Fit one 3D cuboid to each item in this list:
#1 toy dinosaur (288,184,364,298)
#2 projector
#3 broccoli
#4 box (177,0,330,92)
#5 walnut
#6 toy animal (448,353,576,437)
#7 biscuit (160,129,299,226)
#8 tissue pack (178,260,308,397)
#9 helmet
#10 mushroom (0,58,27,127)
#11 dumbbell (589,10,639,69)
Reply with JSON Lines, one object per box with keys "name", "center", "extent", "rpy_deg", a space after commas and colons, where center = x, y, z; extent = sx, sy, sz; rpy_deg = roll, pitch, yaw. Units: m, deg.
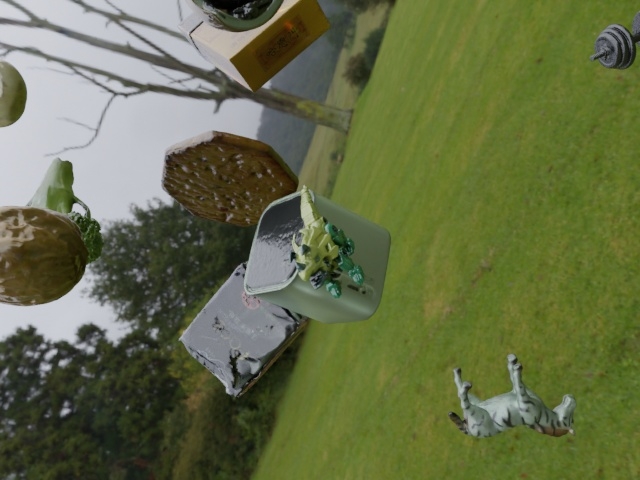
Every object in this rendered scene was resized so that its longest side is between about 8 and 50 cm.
{"name": "toy dinosaur", "center": [0.000, 0.000, 1.101], "extent": [0.094, 0.153, 0.259], "rpy_deg": [-32, 40, 24]}
{"name": "projector", "center": [-0.008, 0.046, 1.409], "extent": [0.248, 0.249, 0.249], "rpy_deg": [-15, 56, 52]}
{"name": "broccoli", "center": [-0.654, -0.020, 1.364], "extent": [0.302, 0.254, 0.186], "rpy_deg": [46, 157, 46]}
{"name": "box", "center": [-0.189, -0.559, 1.514], "extent": [0.264, 0.116, 0.415], "rpy_deg": [-42, 43, -2]}
{"name": "walnut", "center": [-0.532, 0.026, 1.055], "extent": [0.213, 0.213, 0.213], "rpy_deg": [-166, 90, -88]}
{"name": "toy animal", "center": [0.381, 0.311, 1.143], "extent": [0.090, 0.254, 0.170], "rpy_deg": [-61, -30, -75]}
{"name": "biscuit", "center": [-0.229, -0.147, 1.464], "extent": [0.359, 0.358, 0.046], "rpy_deg": [106, 169, -57]}
{"name": "tissue pack", "center": [-0.210, 0.246, 1.589], "extent": [0.332, 0.245, 0.123], "rpy_deg": [-49, -13, 22]}
{"name": "helmet", "center": [-0.167, -0.470, 1.024], "extent": [0.224, 0.198, 0.130], "rpy_deg": [65, 160, -7]}
{"name": "mushroom", "center": [-0.722, -0.324, 1.274], "extent": [0.122, 0.154, 0.154], "rpy_deg": [-9, -63, -58]}
{"name": "dumbbell", "center": [0.655, -0.420, 1.209], "extent": [0.099, 0.208, 0.099], "rpy_deg": [155, 90, -86]}
